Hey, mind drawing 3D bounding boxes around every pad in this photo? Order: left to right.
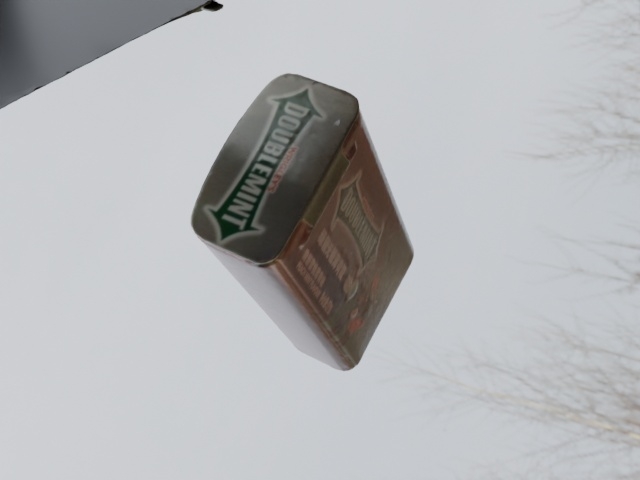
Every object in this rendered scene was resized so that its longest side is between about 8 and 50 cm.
[{"bbox_3d":[-0.182,-0.069,0.416,0.265,0.160,0.009,-37,-46,-32],"label":"pad"}]

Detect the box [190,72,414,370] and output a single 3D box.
[{"bbox_3d":[0.000,0.000,0.641,0.120,0.069,0.224,-62,-23,-13],"label":"box"}]
